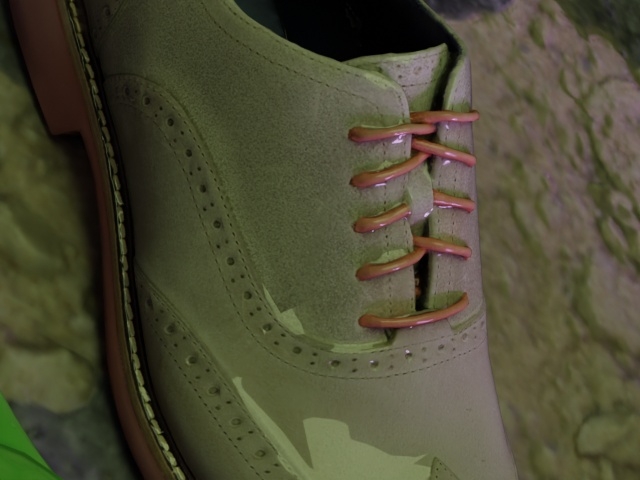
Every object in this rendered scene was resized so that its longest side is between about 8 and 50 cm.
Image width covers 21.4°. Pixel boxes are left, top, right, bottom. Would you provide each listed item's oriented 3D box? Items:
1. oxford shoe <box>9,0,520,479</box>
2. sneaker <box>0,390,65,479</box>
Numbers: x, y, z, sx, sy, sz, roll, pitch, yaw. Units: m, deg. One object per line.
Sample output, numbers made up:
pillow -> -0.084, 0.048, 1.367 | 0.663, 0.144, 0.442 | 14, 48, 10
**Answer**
oxford shoe -> 0.000, 0.000, 0.636 | 0.140, 0.146, 0.397 | -16, 77, -43
sneaker -> -0.122, 0.138, 0.440 | 0.483, 0.202, 0.185 | 41, 32, 10
